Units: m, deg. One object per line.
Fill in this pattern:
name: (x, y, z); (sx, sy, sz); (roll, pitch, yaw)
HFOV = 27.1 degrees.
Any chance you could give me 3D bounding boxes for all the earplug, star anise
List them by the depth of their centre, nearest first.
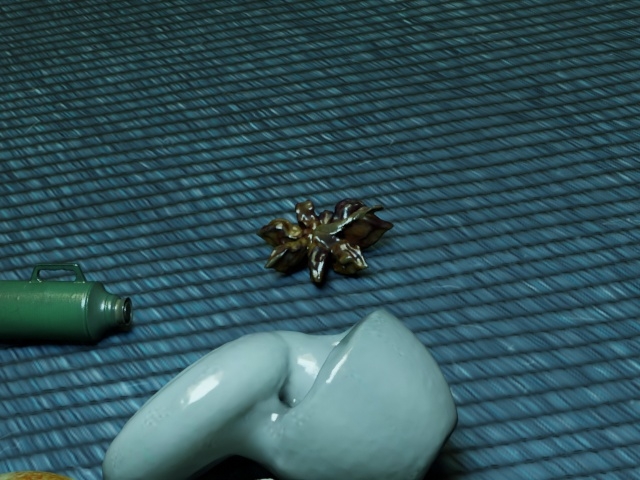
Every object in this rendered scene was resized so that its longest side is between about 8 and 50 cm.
earplug: (-0.039, 0.169, 1.210); (0.326, 0.175, 0.214); (-11, -11, 2)
star anise: (0.000, 0.000, 1.548); (0.168, 0.057, 0.168); (-14, 33, 10)

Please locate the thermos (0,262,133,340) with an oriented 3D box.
thermos: (-0.303, 0.074, 1.491); (0.188, 0.073, 0.083); (0, 70, 11)

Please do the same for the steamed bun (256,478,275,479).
steamed bun: (-0.032, 0.286, 1.091); (0.183, 0.106, 0.183); (-2, 36, 1)

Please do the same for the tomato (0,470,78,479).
tomato: (-0.228, 0.317, 0.984); (0.270, 0.222, 0.270); (-3, 45, 3)
